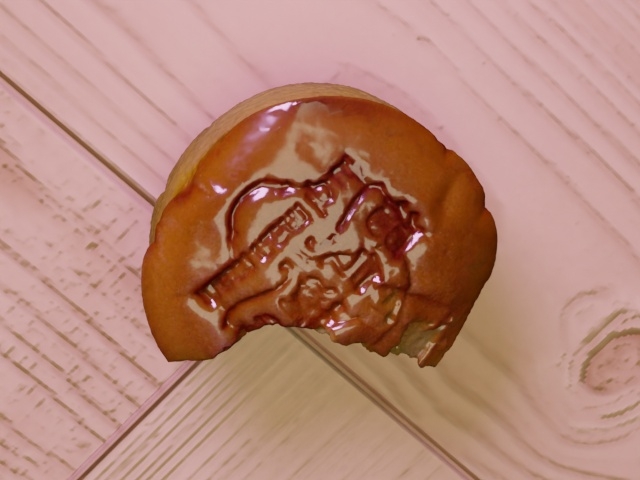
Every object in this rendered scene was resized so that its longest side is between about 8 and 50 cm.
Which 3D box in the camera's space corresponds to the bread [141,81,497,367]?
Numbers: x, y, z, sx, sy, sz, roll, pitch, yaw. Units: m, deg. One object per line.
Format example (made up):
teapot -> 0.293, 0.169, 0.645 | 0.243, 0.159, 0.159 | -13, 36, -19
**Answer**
bread -> -0.001, -0.010, 0.696 | 0.156, 0.086, 0.125 | 3, 110, -11
